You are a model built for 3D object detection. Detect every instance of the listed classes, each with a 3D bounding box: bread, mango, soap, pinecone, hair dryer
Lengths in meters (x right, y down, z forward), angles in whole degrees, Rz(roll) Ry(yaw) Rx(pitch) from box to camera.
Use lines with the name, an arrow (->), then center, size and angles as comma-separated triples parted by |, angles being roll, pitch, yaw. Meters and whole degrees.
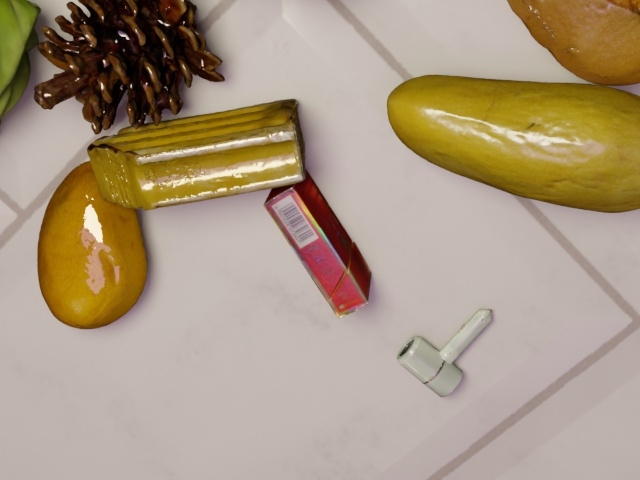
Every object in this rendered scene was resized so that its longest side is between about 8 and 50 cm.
bread -> 0.301, -0.301, 1.047 | 0.195, 0.142, 0.269 | -34, 105, 16
mango -> -0.293, 0.008, 1.233 | 0.147, 0.109, 0.227 | 15, 104, 15
soap -> -0.149, -0.101, 1.139 | 0.258, 0.160, 0.080 | -10, 110, 4
mango -> 0.248, -0.116, 1.091 | 0.332, 0.195, 0.142 | 14, 89, 17
pinecone -> -0.233, -0.214, 1.118 | 0.212, 0.168, 0.185 | -38, 87, 3
hair dryer -> 0.175, 0.135, 1.263 | 0.082, 0.047, 0.137 | 40, 102, -8

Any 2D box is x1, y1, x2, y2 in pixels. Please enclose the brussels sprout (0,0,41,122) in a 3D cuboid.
brussels sprout -> -0.538, -0.260, 1.029 | 0.425, 0.361, 0.342 | 43, 103, -8

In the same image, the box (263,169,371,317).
box -> 0.001, 0.000, 1.196 | 0.048, 0.112, 0.175 | -30, 104, 14
